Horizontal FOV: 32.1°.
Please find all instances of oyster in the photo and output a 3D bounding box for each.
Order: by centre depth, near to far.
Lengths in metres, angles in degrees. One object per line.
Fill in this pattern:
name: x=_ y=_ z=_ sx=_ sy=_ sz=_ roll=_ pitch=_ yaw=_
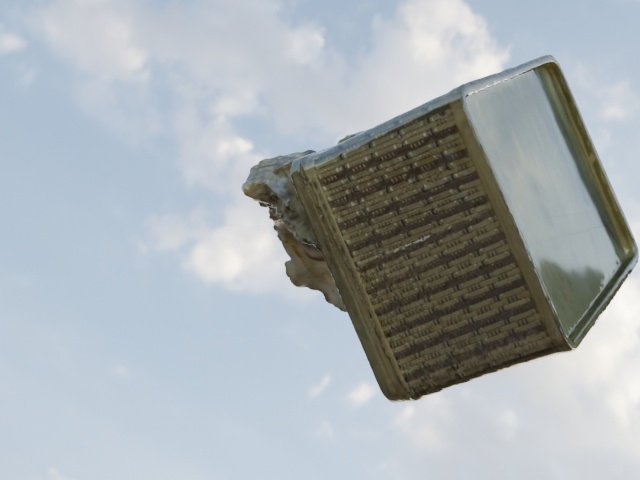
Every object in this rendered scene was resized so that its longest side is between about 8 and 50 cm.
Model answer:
oyster: x=0.005 y=-0.003 z=1.177 sx=0.161 sy=0.107 sz=0.233 roll=23 pitch=-29 yaw=50

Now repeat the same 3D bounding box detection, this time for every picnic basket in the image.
picnic basket: x=0.136 y=-0.017 z=0.973 sx=0.175 sy=0.313 sz=0.228 roll=-23 pitch=-87 yaw=29
